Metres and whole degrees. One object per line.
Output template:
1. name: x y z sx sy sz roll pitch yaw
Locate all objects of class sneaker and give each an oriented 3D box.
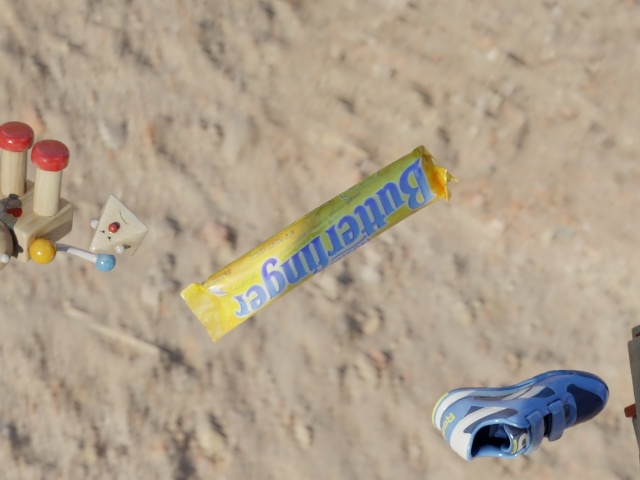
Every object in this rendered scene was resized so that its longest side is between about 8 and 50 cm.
1. sneaker: 0.164 0.143 1.413 0.144 0.053 0.059 -12 33 -9

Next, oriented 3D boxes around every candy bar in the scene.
1. candy bar: 0.000 0.000 0.965 0.161 0.040 0.018 -31 33 7

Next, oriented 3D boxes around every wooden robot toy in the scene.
1. wooden robot toy: -0.184 -0.017 0.984 0.173 0.076 0.079 26 46 22

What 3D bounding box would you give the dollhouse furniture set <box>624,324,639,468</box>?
1. dollhouse furniture set: 0.314 0.092 1.186 0.262 0.259 0.135 3 72 -26
